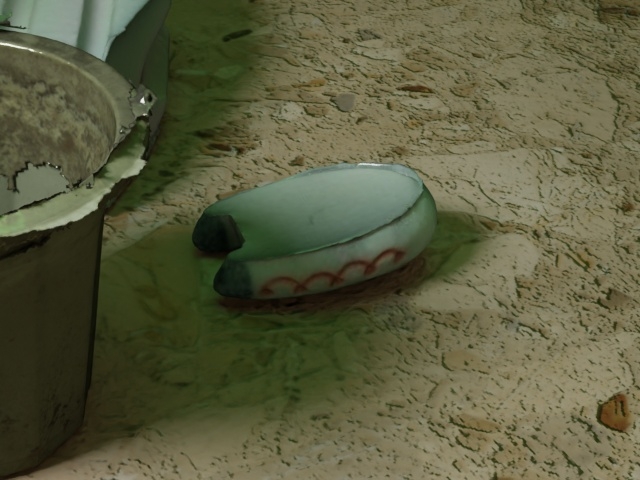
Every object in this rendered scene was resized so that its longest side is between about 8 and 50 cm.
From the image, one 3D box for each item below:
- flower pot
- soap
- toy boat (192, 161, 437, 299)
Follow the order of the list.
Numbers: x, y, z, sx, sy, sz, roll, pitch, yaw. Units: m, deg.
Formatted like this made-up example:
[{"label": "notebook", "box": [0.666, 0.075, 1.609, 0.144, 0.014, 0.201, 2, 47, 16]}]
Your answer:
[{"label": "flower pot", "box": [-0.259, 0.015, 0.997, 0.290, 0.259, 0.290, 4, 36, -3]}, {"label": "soap", "box": [-0.275, -0.210, 1.410, 0.261, 0.156, 0.446, 2, 34, -7]}, {"label": "toy boat", "box": [0.000, 0.000, 1.242, 0.207, 0.079, 0.134, -16, 32, -13]}]
